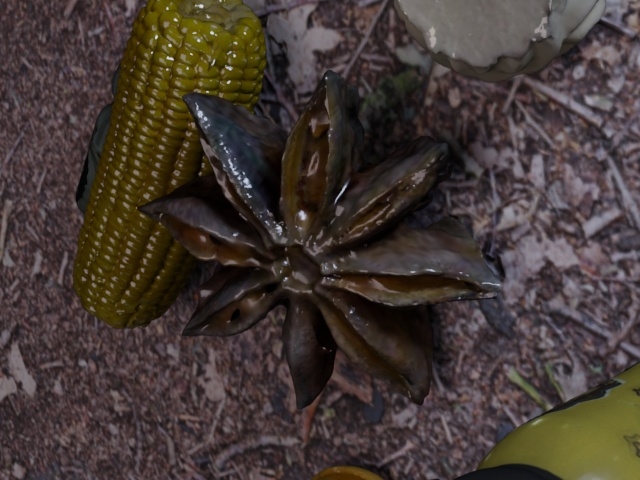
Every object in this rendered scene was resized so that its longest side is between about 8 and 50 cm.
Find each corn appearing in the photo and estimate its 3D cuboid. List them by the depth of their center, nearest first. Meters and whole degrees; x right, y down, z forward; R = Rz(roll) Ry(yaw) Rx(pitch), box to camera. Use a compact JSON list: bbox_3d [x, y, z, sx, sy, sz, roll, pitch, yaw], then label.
[{"bbox_3d":[-0.141,-0.071,1.612,0.131,0.131,0.344,41,129,27],"label":"corn"}]

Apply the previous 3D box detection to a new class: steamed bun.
[{"bbox_3d":[0.141,-0.207,1.332,0.183,0.106,0.182,14,113,36],"label":"steamed bun"}]

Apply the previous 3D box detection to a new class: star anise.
[{"bbox_3d":[-0.002,-0.001,1.489,0.332,0.117,0.331,9,116,19],"label":"star anise"}]

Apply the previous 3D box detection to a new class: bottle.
[{"bbox_3d":[0.188,0.195,1.231,0.172,0.351,0.171,12,109,39],"label":"bottle"}]

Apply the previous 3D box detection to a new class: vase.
[{"bbox_3d":[-0.182,-0.116,1.680,0.060,0.060,0.211,40,126,27],"label":"vase"}]

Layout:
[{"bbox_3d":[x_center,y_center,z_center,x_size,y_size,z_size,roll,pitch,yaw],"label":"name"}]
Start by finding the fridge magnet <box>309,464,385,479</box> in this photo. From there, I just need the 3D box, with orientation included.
[{"bbox_3d":[0.033,0.272,1.593,0.143,0.063,0.143,16,117,35],"label":"fridge magnet"}]
